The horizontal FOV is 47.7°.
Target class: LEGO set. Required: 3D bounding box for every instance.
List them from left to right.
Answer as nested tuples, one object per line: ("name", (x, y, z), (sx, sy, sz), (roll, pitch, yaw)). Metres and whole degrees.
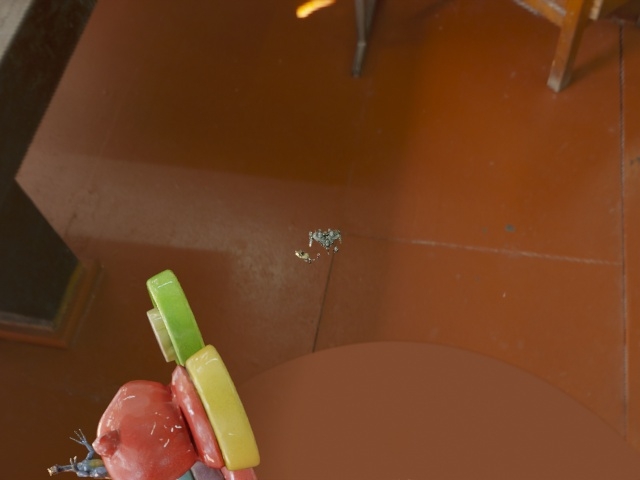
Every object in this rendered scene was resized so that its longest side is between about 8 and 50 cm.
("LEGO set", (0.001, 0.002, 1.041), (0.054, 0.023, 0.083), (18, 42, 16))

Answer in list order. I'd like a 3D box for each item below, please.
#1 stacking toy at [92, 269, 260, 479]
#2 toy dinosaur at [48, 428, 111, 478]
("stacking toy", (-0.163, 0.201, 0.780), (0.130, 0.308, 0.279), (-21, 43, -17))
("toy dinosaur", (-0.258, 0.257, 0.805), (0.082, 0.047, 0.090), (-27, 94, 19))
